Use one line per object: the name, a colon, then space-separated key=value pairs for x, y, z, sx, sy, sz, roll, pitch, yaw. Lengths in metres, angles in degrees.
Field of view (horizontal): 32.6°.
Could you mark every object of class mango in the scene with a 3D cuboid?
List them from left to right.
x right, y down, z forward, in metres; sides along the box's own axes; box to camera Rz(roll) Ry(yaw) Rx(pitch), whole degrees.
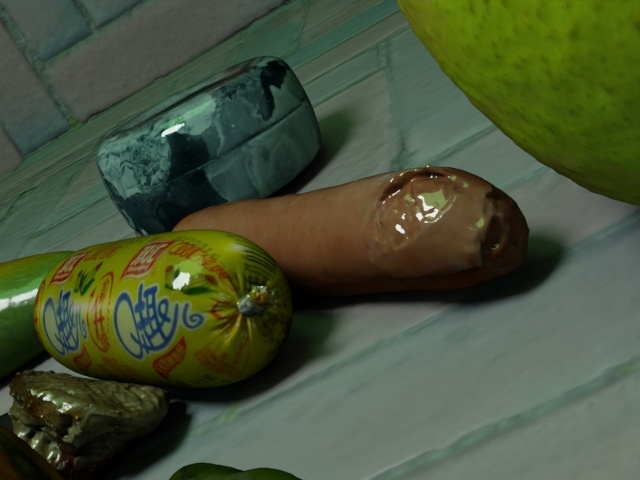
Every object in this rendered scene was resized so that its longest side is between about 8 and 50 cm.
mango: x=-0.346 y=0.080 z=1.194 sx=0.251 sy=0.114 sz=0.156 roll=-31 pitch=11 yaw=6

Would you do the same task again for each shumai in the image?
shumai: x=-0.180 y=0.143 z=0.834 sx=0.123 sy=0.105 sz=0.139 roll=9 pitch=16 yaw=-21

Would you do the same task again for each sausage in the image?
sausage: x=-0.137 y=0.057 z=0.897 sx=0.123 sy=0.123 sz=0.347 roll=-43 pitch=19 yaw=-30
sausage: x=0.000 y=0.000 z=0.869 sx=0.094 sy=0.094 sz=0.419 roll=-30 pitch=13 yaw=-32

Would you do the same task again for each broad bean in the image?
broad bean: x=-0.044 y=0.152 z=0.621 sx=0.061 sy=0.046 sz=0.195 roll=-37 pitch=20 yaw=-24

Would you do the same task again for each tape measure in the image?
tape measure: x=-0.124 y=-0.107 z=1.281 sx=0.256 sy=0.147 sz=0.275 roll=-23 pitch=16 yaw=20

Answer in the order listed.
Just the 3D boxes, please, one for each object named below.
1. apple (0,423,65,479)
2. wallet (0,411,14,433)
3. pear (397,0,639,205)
apple: x=-0.183 y=0.185 z=0.460 sx=0.207 sy=0.237 sz=0.237 roll=19 pitch=46 yaw=31
wallet: x=-0.386 y=0.257 z=0.898 sx=0.377 sy=0.051 sz=0.197 roll=-28 pitch=19 yaw=16
pear: x=0.206 y=-0.197 z=0.628 sx=0.391 sy=0.391 sz=0.391 roll=-29 pitch=18 yaw=10
